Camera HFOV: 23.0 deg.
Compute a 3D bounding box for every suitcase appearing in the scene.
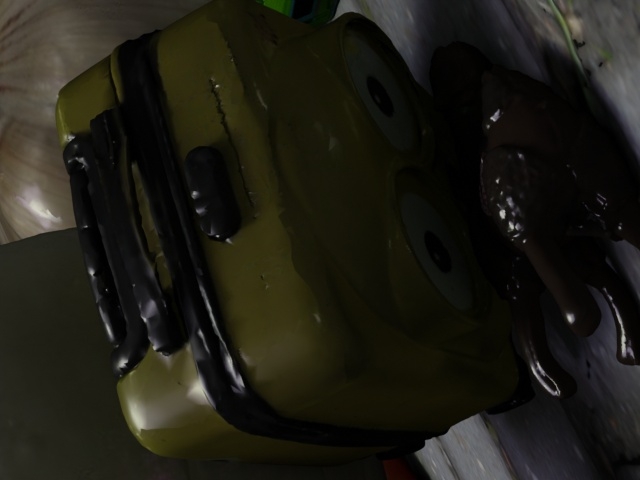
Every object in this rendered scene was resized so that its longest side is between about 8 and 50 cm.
[{"bbox_3d":[0.000,0.000,0.727,0.235,0.143,0.194,16,-127,-59],"label":"suitcase"}]

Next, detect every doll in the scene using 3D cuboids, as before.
[{"bbox_3d":[0.086,-0.020,0.647,0.139,0.057,0.165,78,168,-68],"label":"doll"}]

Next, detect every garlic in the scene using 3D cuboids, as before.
[{"bbox_3d":[-0.126,-0.091,1.061,0.322,0.241,0.322,-18,-90,-87],"label":"garlic"}]

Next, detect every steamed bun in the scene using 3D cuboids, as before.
[{"bbox_3d":[-0.097,0.122,0.858,0.383,0.236,0.247,8,-129,-54],"label":"steamed bun"}]

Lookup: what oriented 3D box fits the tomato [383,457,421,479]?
[{"bbox_3d":[0.074,0.281,1.482,0.225,0.085,0.225,57,171,14],"label":"tomato"}]

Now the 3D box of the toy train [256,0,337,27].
[{"bbox_3d":[-0.014,-0.155,0.858,0.044,0.042,0.209,63,171,7],"label":"toy train"}]
